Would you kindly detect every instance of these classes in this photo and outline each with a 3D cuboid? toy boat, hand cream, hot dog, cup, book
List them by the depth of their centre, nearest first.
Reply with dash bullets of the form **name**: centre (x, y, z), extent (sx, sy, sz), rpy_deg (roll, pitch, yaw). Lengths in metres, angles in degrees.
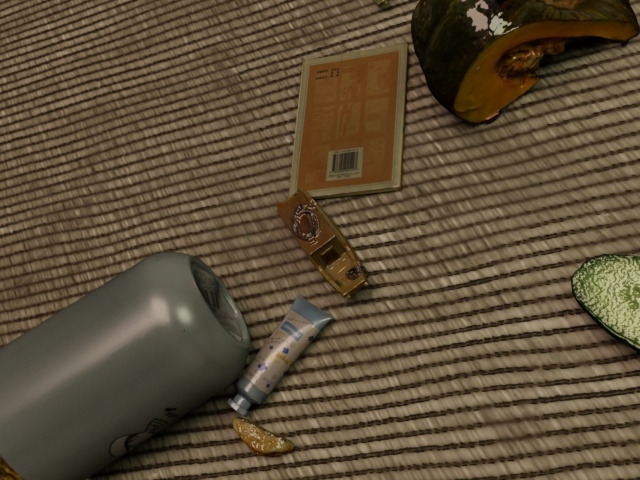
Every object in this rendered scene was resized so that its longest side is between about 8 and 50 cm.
- **hot dog**: centre (-0.076, 0.252, 1.098), extent (0.090, 0.030, 0.034), rpy_deg (17, 78, 31)
- **cup**: centre (-0.258, 0.160, 1.126), extent (0.312, 0.205, 0.205), rpy_deg (-32, 56, 7)
- **hand cream**: centre (-0.057, 0.152, 1.134), extent (0.065, 0.043, 0.170), rpy_deg (31, 76, 33)
- **toy boat**: centre (0.000, 0.000, 1.161), extent (0.057, 0.077, 0.200), rpy_deg (-38, 55, 3)
- **book**: centre (0.042, -0.172, 1.266), extent (0.170, 0.018, 0.241), rpy_deg (-5, 64, 22)

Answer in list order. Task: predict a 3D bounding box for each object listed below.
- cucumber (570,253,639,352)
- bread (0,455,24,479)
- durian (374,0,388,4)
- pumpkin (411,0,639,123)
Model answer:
- **cucumber**: centre (0.390, 0.083, 0.939), extent (0.244, 0.063, 0.115), rpy_deg (29, 88, 33)
- **bread**: centre (-0.412, 0.397, 1.111), extent (0.262, 0.163, 0.204), rpy_deg (15, 83, 46)
- **durian**: centre (0.090, -0.486, 1.357), extent (0.139, 0.144, 0.252), rpy_deg (-42, 57, 28)
- **pumpkin**: centre (0.262, -0.263, 1.169), extent (0.281, 0.190, 0.139), rpy_deg (-3, 52, -25)
